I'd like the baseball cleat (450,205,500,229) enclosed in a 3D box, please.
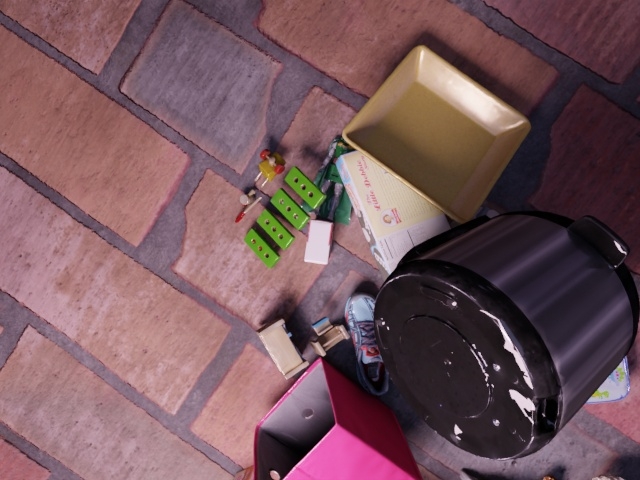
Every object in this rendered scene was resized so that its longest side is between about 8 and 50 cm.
[{"bbox_3d":[0.356,0.011,1.053,0.109,0.072,0.206,27,94,21],"label":"baseball cleat"}]

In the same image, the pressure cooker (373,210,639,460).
[{"bbox_3d":[0.357,0.145,0.820,0.420,0.370,0.375,-23,105,-30],"label":"pressure cooker"}]

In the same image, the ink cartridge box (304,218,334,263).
[{"bbox_3d":[0.000,0.000,1.052,0.056,0.135,0.099,8,95,3],"label":"ink cartridge box"}]

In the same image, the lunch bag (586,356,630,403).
[{"bbox_3d":[0.619,0.270,1.016,0.176,0.090,0.219,-11,92,8],"label":"lunch bag"}]

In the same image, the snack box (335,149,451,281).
[{"bbox_3d":[0.182,-0.074,1.013,0.187,0.060,0.322,-19,83,-14],"label":"snack box"}]

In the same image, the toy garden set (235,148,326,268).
[{"bbox_3d":[-0.117,-0.088,1.090,0.204,0.049,0.244,46,115,16],"label":"toy garden set"}]

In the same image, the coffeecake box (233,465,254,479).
[{"bbox_3d":[-0.170,0.711,1.111,0.068,0.142,0.185,-26,90,7],"label":"coffeecake box"}]

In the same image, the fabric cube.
[{"bbox_3d":[0.027,0.486,0.988,0.258,0.254,0.259,40,97,-17],"label":"fabric cube"}]

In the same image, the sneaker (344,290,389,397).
[{"bbox_3d":[0.129,0.253,1.054,0.104,0.125,0.262,-13,93,-2],"label":"sneaker"}]

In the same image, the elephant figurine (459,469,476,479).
[{"bbox_3d":[0.434,0.725,1.043,0.169,0.186,0.239,-8,123,40],"label":"elephant figurine"}]

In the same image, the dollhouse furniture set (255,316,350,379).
[{"bbox_3d":[-0.050,0.238,1.094,0.184,0.129,0.129,-30,89,-17],"label":"dollhouse furniture set"}]

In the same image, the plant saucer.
[{"bbox_3d":[0.263,-0.237,0.989,0.333,0.081,0.333,37,72,4],"label":"plant saucer"}]

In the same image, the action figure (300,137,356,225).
[{"bbox_3d":[0.041,-0.168,1.077,0.137,0.063,0.232,18,92,9],"label":"action figure"}]

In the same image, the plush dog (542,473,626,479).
[{"bbox_3d":[0.611,0.682,1.008,0.225,0.210,0.262,-1,65,20],"label":"plush dog"}]
